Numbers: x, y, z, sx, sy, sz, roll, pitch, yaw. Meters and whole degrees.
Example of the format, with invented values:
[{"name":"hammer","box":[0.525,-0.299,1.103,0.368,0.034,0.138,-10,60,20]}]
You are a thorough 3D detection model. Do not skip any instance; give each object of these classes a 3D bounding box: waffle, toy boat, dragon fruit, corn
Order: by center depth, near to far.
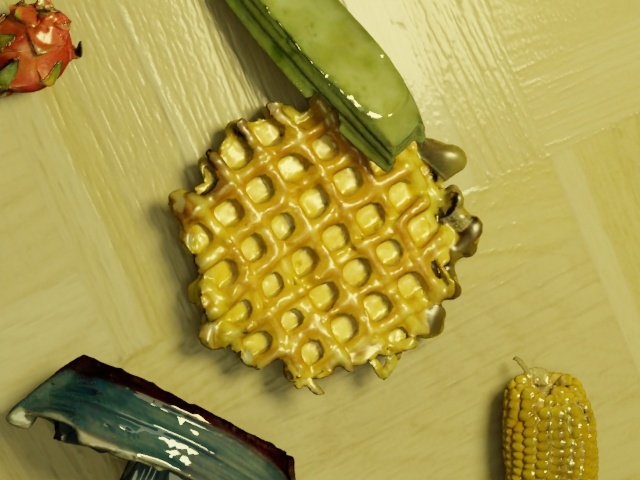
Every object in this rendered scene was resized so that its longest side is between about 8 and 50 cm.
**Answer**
[{"name":"dragon fruit","box":[-0.284,-0.175,1.419,0.116,0.086,0.081,-46,141,1]},{"name":"toy boat","box":[-0.156,0.222,1.447,0.309,0.129,0.142,28,73,-15]},{"name":"toy boat","box":[-0.008,-0.196,1.462,0.293,0.055,0.093,47,66,0]},{"name":"waffle","box":[0.011,0.000,1.510,0.329,0.062,0.329,0,91,-15]},{"name":"corn","box":[0.242,0.274,1.566,0.101,0.101,0.310,-5,93,-14]}]
